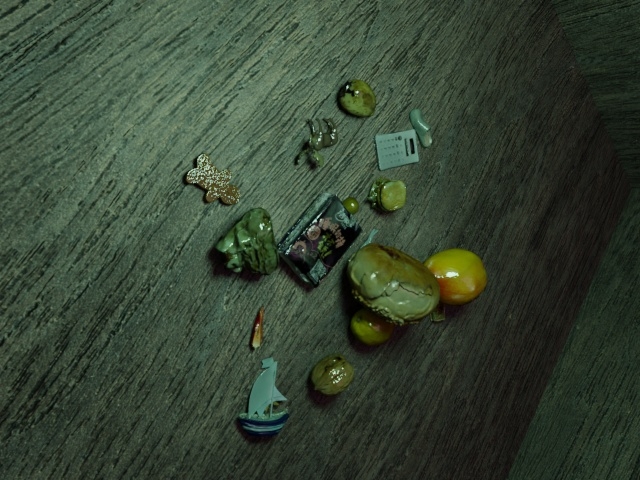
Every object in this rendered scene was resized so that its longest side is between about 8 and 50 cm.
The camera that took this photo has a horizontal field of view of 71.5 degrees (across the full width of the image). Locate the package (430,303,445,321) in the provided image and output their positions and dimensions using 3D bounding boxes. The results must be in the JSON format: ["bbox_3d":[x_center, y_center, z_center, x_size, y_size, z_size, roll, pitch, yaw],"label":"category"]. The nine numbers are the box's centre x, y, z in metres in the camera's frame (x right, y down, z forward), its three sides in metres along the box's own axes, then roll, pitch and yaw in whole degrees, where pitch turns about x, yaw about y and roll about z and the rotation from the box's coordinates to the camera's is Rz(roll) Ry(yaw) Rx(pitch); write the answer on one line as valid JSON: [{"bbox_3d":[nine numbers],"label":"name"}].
[{"bbox_3d":[0.591,0.340,2.245,0.071,0.047,0.131,-8,97,-31],"label":"package"}]

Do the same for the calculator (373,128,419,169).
[{"bbox_3d":[0.352,-0.416,2.032,0.262,0.021,0.161,-18,104,-32],"label":"calculator"}]

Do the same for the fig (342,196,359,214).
[{"bbox_3d":[0.118,-0.140,1.865,0.088,0.074,0.073,-30,111,-13],"label":"fig"}]

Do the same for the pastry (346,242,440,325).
[{"bbox_3d":[0.295,0.187,1.851,0.410,0.409,0.244,10,117,-35],"label":"pastry"}]

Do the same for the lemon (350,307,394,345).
[{"bbox_3d":[0.227,0.371,1.925,0.207,0.170,0.169,20,83,-34],"label":"lemon"}]

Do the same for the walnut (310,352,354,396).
[{"bbox_3d":[0.045,0.555,1.827,0.184,0.155,0.155,-30,110,-30],"label":"walnut"}]

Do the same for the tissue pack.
[{"bbox_3d":[0.000,0.000,1.768,0.332,0.123,0.245,-51,124,-17],"label":"tissue pack"}]

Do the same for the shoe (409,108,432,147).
[{"bbox_3d":[0.488,-0.528,2.084,0.079,0.078,0.195,-37,117,-26],"label":"shoe"}]

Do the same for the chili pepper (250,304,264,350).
[{"bbox_3d":[-0.237,0.331,1.684,0.045,0.027,0.178,10,89,-39],"label":"chili pepper"}]

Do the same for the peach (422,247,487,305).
[{"bbox_3d":[0.617,0.181,2.117,0.308,0.289,0.288,-27,109,-12],"label":"peach"}]

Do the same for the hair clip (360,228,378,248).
[{"bbox_3d":[0.222,0.001,1.975,0.115,0.030,0.039,-58,140,-14],"label":"hair clip"}]

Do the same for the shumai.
[{"bbox_3d":[-0.260,0.012,1.577,0.218,0.189,0.255,-17,121,-14],"label":"shumai"}]

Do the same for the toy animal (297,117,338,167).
[{"bbox_3d":[-0.007,-0.384,1.745,0.214,0.094,0.185,-18,112,-41],"label":"toy animal"}]

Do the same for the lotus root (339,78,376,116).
[{"bbox_3d":[0.164,-0.578,1.832,0.214,0.139,0.138,16,85,-46],"label":"lotus root"}]

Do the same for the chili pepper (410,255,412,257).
[{"bbox_3d":[0.405,0.097,2.111,0.091,0.034,0.030,-15,69,-32],"label":"chili pepper"}]

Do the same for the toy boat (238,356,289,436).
[{"bbox_3d":[-0.205,0.600,1.711,0.221,0.067,0.290,9,86,-34],"label":"toy boat"}]

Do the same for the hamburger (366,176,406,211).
[{"bbox_3d":[0.279,-0.198,1.942,0.185,0.131,0.159,-13,110,-27],"label":"hamburger"}]

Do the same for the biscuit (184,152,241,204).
[{"bbox_3d":[-0.366,-0.197,1.547,0.205,0.031,0.138,37,74,-31],"label":"biscuit"}]
